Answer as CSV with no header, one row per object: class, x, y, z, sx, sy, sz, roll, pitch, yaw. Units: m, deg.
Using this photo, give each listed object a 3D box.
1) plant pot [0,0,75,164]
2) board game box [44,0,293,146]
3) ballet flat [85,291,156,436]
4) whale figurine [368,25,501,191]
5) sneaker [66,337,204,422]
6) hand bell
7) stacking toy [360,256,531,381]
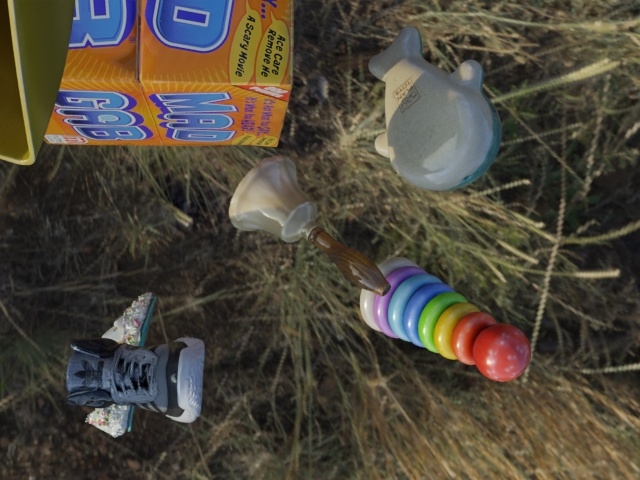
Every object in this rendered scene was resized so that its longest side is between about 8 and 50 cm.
plant pot,-0.307,-0.223,0.719,0.212,0.187,0.212,16,143,0
board game box,-0.225,-0.337,1.182,0.356,0.356,0.356,0,85,-6
ballet flat,-0.322,0.192,1.405,0.077,0.091,0.241,11,67,-9
whale figurine,0.179,-0.203,1.374,0.216,0.272,0.141,-41,150,30
sneaker,-0.233,0.170,1.079,0.153,0.268,0.101,6,79,-18
hand bell,0.000,0.000,1.190,0.126,0.242,0.126,-36,150,-25
stacking toy,0.215,0.141,1.450,0.141,0.330,0.141,-15,116,-33
